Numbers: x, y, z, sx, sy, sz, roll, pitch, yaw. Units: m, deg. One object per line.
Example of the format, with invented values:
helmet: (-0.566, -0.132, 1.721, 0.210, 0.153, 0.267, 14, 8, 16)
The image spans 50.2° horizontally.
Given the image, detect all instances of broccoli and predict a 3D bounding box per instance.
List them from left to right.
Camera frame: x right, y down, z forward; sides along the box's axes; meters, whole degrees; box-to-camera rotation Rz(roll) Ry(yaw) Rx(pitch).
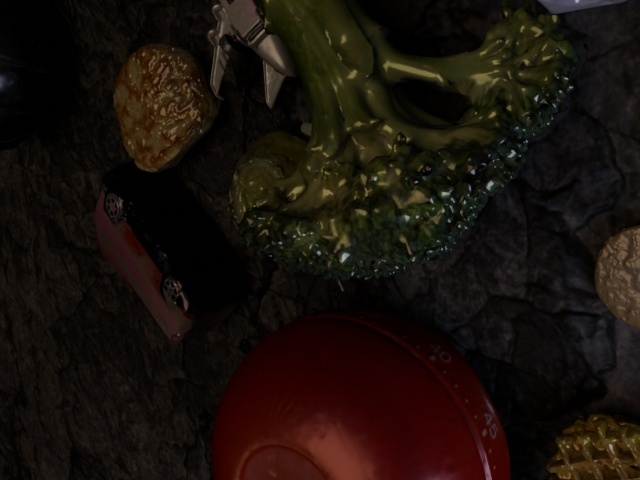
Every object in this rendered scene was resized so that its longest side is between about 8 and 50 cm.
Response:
broccoli: (0.020, -0.133, 0.768, 0.397, 0.353, 0.275, 34, 166, 8)

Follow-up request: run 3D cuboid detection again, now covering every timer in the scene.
timer: (0.040, 0.274, 0.858, 0.377, 0.279, 0.378, 9, 105, 36)

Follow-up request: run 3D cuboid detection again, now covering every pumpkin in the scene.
pumpkin: (-0.631, -0.320, 1.261, 0.323, 0.241, 0.323, -1, 89, 49)

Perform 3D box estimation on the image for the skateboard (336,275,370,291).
skateboard: (0.058, 0.039, 0.904, 0.063, 0.083, 0.032, -25, 85, 39)

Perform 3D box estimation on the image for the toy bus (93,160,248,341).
toy bus: (-0.258, 0.018, 1.125, 0.303, 0.127, 0.147, 49, 130, 18)

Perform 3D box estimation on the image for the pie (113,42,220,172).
pie: (-0.247, -0.211, 1.083, 0.205, 0.084, 0.179, -37, 80, 37)

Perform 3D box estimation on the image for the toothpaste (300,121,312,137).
toothpaste: (0.055, -0.123, 0.900, 0.197, 0.029, 0.048, 23, 117, 29)

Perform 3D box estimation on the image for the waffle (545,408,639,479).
waffle: (0.349, 0.268, 0.752, 0.194, 0.051, 0.149, 12, 110, 31)

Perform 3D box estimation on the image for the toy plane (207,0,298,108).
toy plane: (-0.093, -0.316, 0.920, 0.251, 0.101, 0.255, -37, 78, 27)

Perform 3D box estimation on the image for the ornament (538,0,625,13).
ornament: (0.257, -0.333, 0.504, 0.239, 0.239, 0.240, 0, 91, 32)

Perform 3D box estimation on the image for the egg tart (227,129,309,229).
egg tart: (-0.068, -0.064, 0.984, 0.197, 0.078, 0.197, 9, 105, 37)

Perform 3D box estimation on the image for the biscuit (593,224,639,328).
biscuit: (0.346, 0.039, 0.715, 0.120, 0.015, 0.120, 12, 109, 37)
